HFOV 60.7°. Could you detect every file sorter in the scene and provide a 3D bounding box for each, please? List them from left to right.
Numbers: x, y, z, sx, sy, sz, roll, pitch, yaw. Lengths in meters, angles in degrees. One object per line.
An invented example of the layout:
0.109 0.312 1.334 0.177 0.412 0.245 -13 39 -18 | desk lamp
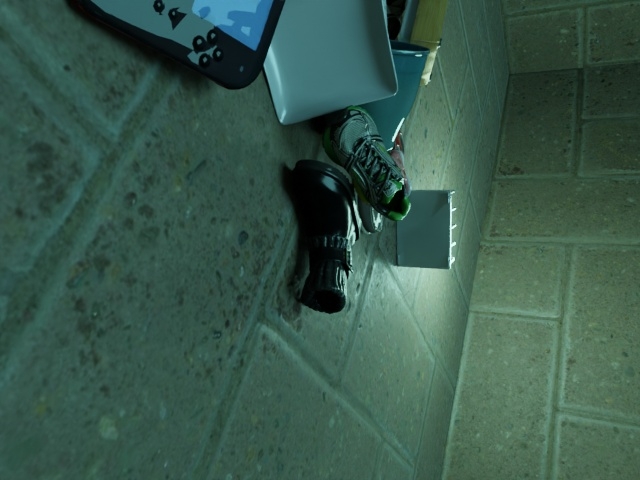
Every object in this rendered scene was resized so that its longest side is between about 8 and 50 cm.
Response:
0.396 -0.049 2.013 0.173 0.193 0.277 -18 109 -65 | file sorter

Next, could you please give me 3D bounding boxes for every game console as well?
-0.172 -0.466 0.851 0.342 0.060 0.386 16 94 -55 | game console

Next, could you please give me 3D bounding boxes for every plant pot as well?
0.114 -0.367 1.375 0.271 0.272 0.255 -37 140 -57 | plant pot

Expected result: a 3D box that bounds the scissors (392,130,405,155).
0.245 -0.397 1.872 0.109 0.021 0.297 -61 142 -38 | scissors

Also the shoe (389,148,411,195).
0.261 -0.218 1.873 0.081 0.063 0.178 -46 126 -51 | shoe

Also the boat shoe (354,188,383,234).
0.160 -0.172 1.633 0.116 0.097 0.324 -34 122 -58 | boat shoe

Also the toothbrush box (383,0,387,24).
0.058 -0.648 1.356 0.295 0.126 0.216 -30 117 -59 | toothbrush box

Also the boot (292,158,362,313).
0.004 0.001 1.306 0.348 0.131 0.260 57 43 -50 | boot

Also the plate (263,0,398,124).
0.008 -0.412 1.166 0.045 0.278 0.277 -99 173 -58 | plate

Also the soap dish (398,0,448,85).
0.296 -0.615 1.585 0.229 0.118 0.291 88 16 -70 | soap dish

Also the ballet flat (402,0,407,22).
0.316 -0.800 1.922 0.070 0.070 0.188 -10 97 -63 | ballet flat

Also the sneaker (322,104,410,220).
0.127 -0.176 1.275 0.134 0.146 0.343 -43 135 0 | sneaker

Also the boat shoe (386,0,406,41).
0.192 -0.690 1.626 0.324 0.116 0.123 56 45 -50 | boat shoe

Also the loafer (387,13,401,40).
0.157 -0.540 1.515 0.220 0.078 0.080 -51 124 -9 | loafer

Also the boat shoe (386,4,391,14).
0.166 -0.577 1.606 0.277 0.098 0.096 68 35 -41 | boat shoe
